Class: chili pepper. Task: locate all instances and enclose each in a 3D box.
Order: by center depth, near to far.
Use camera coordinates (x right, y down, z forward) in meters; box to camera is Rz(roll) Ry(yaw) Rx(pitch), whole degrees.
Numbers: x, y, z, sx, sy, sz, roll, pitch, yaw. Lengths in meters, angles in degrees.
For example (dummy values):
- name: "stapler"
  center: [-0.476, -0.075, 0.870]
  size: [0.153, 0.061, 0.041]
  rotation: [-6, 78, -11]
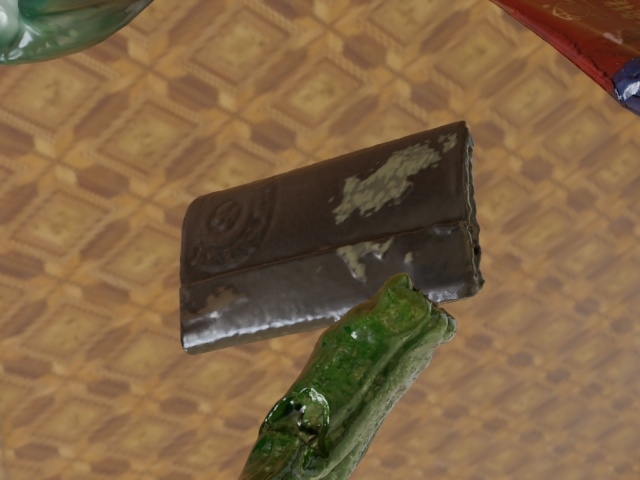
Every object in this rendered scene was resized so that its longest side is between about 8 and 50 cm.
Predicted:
- name: "chili pepper"
  center: [-0.008, 0.089, 0.622]
  size: [0.182, 0.050, 0.073]
  rotation: [-46, 165, -29]

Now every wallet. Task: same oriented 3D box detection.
- name: "wallet"
  center: [0.000, 0.000, 1.276]
  size: [0.321, 0.170, 0.044]
  rotation: [-15, 151, 31]

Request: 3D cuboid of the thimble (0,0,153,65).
- name: "thimble"
  center: [-0.125, -0.182, 0.420]
  size: [0.254, 0.288, 0.167]
  rotation: [41, 65, -32]

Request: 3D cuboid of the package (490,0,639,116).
- name: "package"
  center: [0.155, -0.091, 0.662]
  size: [0.083, 0.200, 0.022]
  rotation: [-10, 124, -24]
